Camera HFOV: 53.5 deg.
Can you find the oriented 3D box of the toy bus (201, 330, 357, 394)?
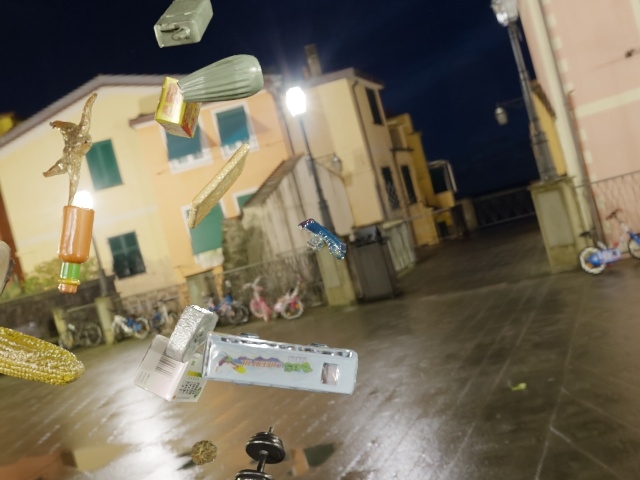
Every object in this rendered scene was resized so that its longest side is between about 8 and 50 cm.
[{"bbox_3d":[-0.079,0.259,1.324,0.329,0.109,0.136,9,-8,-11],"label":"toy bus"}]

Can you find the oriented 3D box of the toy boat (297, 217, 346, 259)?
[{"bbox_3d":[0.000,0.000,0.858,0.038,0.083,0.038,-38,-29,-25],"label":"toy boat"}]

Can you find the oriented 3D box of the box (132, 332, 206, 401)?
[{"bbox_3d":[-0.482,0.437,2.139,0.145,0.173,0.333,24,-12,11],"label":"box"}]

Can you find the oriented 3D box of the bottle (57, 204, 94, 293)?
[{"bbox_3d":[-0.532,0.020,1.364,0.069,0.187,0.069,7,-6,1],"label":"bottle"}]

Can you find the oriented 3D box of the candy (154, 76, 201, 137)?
[{"bbox_3d":[-0.462,-0.429,2.082,0.088,0.146,0.276,13,-2,-4],"label":"candy"}]

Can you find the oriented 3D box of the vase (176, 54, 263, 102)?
[{"bbox_3d":[-0.300,-0.473,1.894,0.248,0.128,0.128,-17,1,-12],"label":"vase"}]

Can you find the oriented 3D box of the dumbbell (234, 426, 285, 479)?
[{"bbox_3d":[-0.137,0.517,1.445,0.099,0.099,0.208,-15,35,25],"label":"dumbbell"}]

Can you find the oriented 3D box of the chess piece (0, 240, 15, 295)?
[{"bbox_3d":[-0.637,0.027,0.987,0.261,0.143,0.143,19,-2,-3],"label":"chess piece"}]

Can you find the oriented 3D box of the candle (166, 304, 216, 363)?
[{"bbox_3d":[-0.380,0.262,1.892,0.068,0.168,0.192,24,40,12],"label":"candle"}]

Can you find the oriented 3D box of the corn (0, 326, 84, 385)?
[{"bbox_3d":[-0.802,0.317,1.722,0.322,0.119,0.119,18,3,4],"label":"corn"}]

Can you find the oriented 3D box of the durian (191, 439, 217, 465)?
[{"bbox_3d":[-0.346,0.629,1.879,0.080,0.080,0.091,-15,-20,-26],"label":"durian"}]

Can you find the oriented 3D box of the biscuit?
[{"bbox_3d":[-0.280,-0.150,1.739,0.250,0.030,0.160,-54,-1,-29],"label":"biscuit"}]

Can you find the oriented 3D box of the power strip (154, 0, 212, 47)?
[{"bbox_3d":[-0.303,-0.483,1.405,0.093,0.053,0.288,-6,34,4],"label":"power strip"}]

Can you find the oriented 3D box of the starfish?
[{"bbox_3d":[-0.599,-0.207,1.521,0.231,0.295,0.048,1,-7,43],"label":"starfish"}]
